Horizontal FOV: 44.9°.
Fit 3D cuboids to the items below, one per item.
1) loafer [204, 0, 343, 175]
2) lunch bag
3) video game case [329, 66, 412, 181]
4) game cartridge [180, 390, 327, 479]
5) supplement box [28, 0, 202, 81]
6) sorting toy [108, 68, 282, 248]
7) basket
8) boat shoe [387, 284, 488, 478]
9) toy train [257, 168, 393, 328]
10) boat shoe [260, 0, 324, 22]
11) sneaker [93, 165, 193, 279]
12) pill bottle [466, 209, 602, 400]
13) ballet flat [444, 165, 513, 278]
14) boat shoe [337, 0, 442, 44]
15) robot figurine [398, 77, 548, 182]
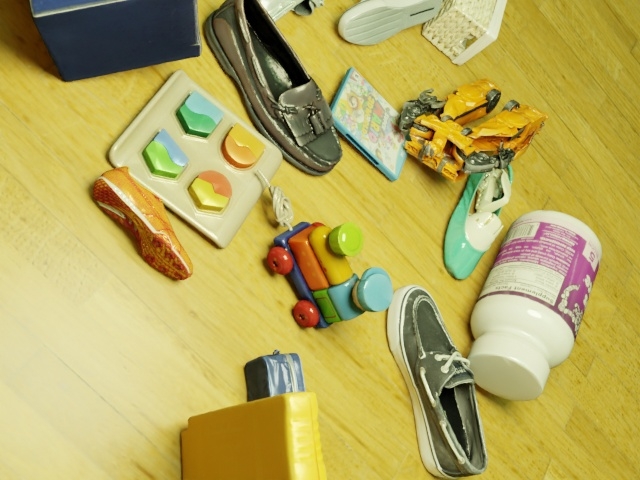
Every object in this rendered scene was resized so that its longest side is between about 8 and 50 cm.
[{"bbox_3d":[-0.060,-0.235,1.171,0.109,0.095,0.302,-41,98,-38],"label":"loafer"},{"bbox_3d":[-0.057,0.195,1.041,0.065,0.067,0.098,3,71,-34],"label":"lunch bag"},{"bbox_3d":[0.087,-0.193,1.289,0.166,0.015,0.119,41,52,-26],"label":"video game case"},{"bbox_3d":[-0.072,0.343,0.843,0.053,0.285,0.323,5,71,-32],"label":"game cartridge"},{"bbox_3d":[-0.286,-0.417,0.983,0.195,0.194,0.356,-14,82,-10],"label":"supplement box"},{"bbox_3d":[-0.166,-0.120,1.096,0.208,0.038,0.193,40,56,-16],"label":"sorting toy"},{"bbox_3d":[0.273,-0.436,1.456,0.103,0.113,0.167,30,59,-20],"label":"basket"},{"bbox_3d":[0.186,0.208,1.178,0.108,0.102,0.301,-1,75,-34],"label":"boat shoe"},{"bbox_3d":[0.000,0.000,1.083,0.105,0.143,0.248,-33,102,-37],"label":"toy train"},{"bbox_3d":[-0.038,-0.403,1.265,0.227,0.079,0.081,-38,106,-32],"label":"boat shoe"},{"bbox_3d":[-0.219,-0.025,1.014,0.175,0.064,0.067,55,43,-9],"label":"sneaker"},{"bbox_3d":[0.349,0.107,1.281,0.169,0.169,0.301,41,56,-15],"label":"pill bottle"},{"bbox_3d":[0.280,-0.049,1.340,0.083,0.087,0.247,36,58,-22],"label":"ballet flat"},{"bbox_3d":[0.110,-0.406,1.369,0.226,0.083,0.076,-21,56,-33],"label":"boat shoe"},{"bbox_3d":[0.264,-0.191,1.343,0.211,0.085,0.291,38,46,24],"label":"robot figurine"}]
